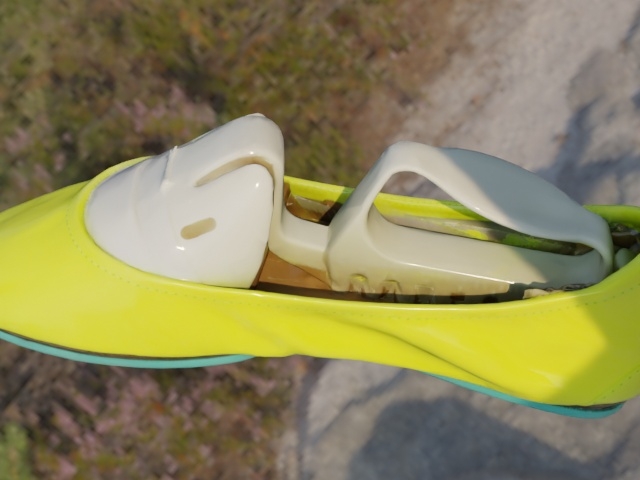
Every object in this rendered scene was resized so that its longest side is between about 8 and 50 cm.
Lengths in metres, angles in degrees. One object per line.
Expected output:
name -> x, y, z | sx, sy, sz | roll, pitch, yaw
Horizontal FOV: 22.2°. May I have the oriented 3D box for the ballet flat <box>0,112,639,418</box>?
ballet flat -> 0.000, 0.000, 0.508 | 0.231, 0.077, 0.077 | 9, 41, -1
